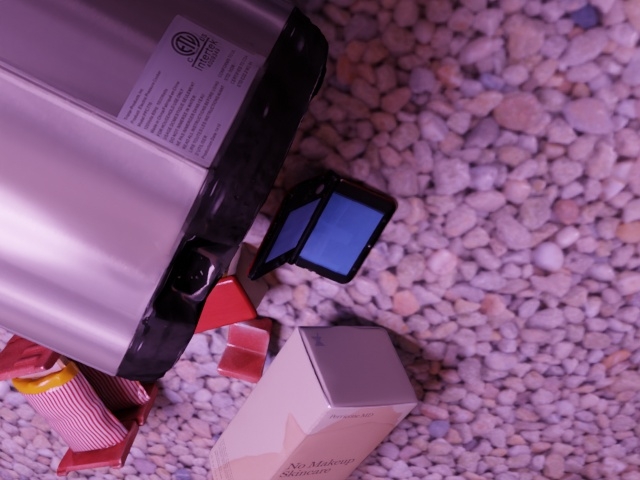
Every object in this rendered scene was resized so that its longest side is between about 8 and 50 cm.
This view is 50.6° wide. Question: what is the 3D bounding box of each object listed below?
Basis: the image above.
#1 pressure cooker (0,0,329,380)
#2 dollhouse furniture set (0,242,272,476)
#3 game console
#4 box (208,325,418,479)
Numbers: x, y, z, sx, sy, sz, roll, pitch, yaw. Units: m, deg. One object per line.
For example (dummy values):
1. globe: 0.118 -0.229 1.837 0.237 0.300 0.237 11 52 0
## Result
1. pressure cooker: -0.244 -0.121 0.583 0.420 0.370 0.376 26 121 -11
2. dollhouse furniture set: -0.231 0.170 0.908 0.374 0.152 0.201 -16 119 21
3. game console: 0.000 0.000 0.790 0.085 0.124 0.144 40 126 16
4. box: -0.022 0.255 0.913 0.147 0.121 0.311 5 133 -32
